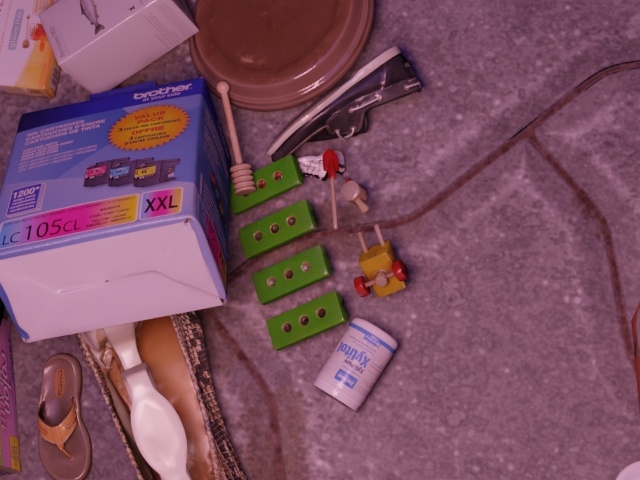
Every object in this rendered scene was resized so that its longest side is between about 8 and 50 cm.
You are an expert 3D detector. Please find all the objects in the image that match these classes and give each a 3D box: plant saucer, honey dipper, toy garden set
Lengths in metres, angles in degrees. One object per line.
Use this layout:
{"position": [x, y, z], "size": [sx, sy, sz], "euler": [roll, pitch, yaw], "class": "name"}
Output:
{"position": [-0.062, -0.312, 1.988], "size": [0.278, 0.041, 0.277], "euler": [-7, 68, 19], "class": "plant saucer"}
{"position": [-0.116, -0.141, 1.940], "size": [0.031, 0.030, 0.160], "euler": [-13, 78, 6], "class": "honey dipper"}
{"position": [0.000, 0.000, 1.907], "size": [0.204, 0.049, 0.244], "euler": [-24, 70, 20], "class": "toy garden set"}

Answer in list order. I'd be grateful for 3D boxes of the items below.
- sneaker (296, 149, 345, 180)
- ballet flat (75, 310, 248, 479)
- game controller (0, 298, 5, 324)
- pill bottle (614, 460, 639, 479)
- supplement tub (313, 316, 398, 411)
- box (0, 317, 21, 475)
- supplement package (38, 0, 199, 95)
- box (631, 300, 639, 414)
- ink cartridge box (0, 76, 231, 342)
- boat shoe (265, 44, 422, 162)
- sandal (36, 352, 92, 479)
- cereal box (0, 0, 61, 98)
{"position": [-0.007, -0.097, 1.955], "size": [0.083, 0.032, 0.036], "euler": [-15, 74, 6], "class": "sneaker"}
{"position": [-0.220, 0.174, 1.843], "size": [0.164, 0.182, 0.482], "euler": [-25, 73, 3], "class": "ballet flat"}
{"position": [-0.489, 0.053, 1.896], "size": [0.167, 0.067, 0.319], "euler": [-23, 33, 12], "class": "game controller"}
{"position": [0.392, 0.313, 1.720], "size": [0.087, 0.160, 0.087], "euler": [-2, 75, 9], "class": "pill bottle"}
{"position": [0.046, 0.161, 1.861], "size": [0.071, 0.071, 0.107], "euler": [30, 82, 15], "class": "supplement tub"}
{"position": [-0.541, 0.218, 1.916], "size": [0.243, 0.117, 0.213], "euler": [-9, 74, 6], "class": "box"}
{"position": [-0.281, -0.303, 1.991], "size": [0.179, 0.105, 0.105], "euler": [-32, 59, 9], "class": "supplement package"}
{"position": [0.437, 0.141, 1.751], "size": [0.091, 0.170, 0.130], "euler": [-4, 75, 7], "class": "box"}
{"position": [-0.264, -0.065, 1.863], "size": [0.270, 0.151, 0.395], "euler": [-11, 34, 6], "class": "ink cartridge box"}
{"position": [0.029, -0.170, 1.945], "size": [0.233, 0.084, 0.079], "euler": [-35, 99, 5], "class": "boat shoe"}
{"position": [-0.349, 0.237, 1.916], "size": [0.072, 0.049, 0.180], "euler": [-8, 75, 7], "class": "sandal"}
{"position": [-0.487, -0.303, 2.076], "size": [0.240, 0.047, 0.173], "euler": [6, 77, 11], "class": "cereal box"}
